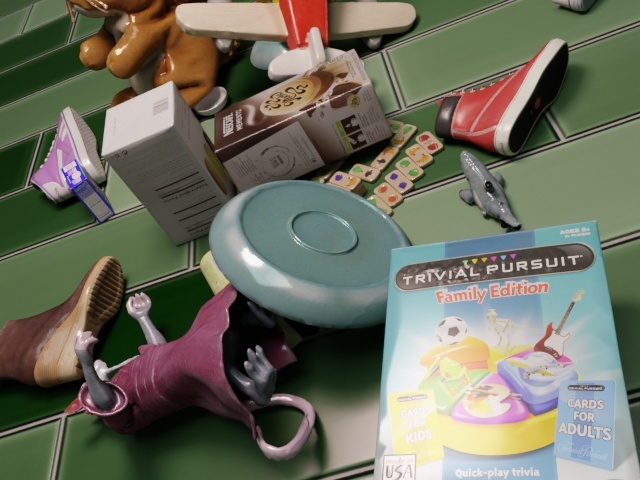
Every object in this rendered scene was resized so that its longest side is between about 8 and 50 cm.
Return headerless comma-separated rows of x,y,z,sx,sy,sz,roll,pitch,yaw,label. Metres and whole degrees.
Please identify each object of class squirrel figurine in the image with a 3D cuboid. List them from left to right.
-0.367,-0.514,1.485,0.397,0.370,0.281,-44,37,-20,squirrel figurine

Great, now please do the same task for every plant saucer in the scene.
-0.083,-0.475,1.566,0.195,0.037,0.194,-14,46,15,plant saucer
0.000,0.000,0.969,0.318,0.043,0.317,11,37,-8,plant saucer

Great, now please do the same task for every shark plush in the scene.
0.251,-0.067,1.013,0.073,0.067,0.161,-17,45,11,shark plush

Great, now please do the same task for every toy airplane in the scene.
-0.042,-0.466,1.390,0.384,0.386,0.272,-53,9,-12,toy airplane

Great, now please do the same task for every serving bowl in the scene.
-0.243,-0.307,1.500,0.083,0.027,0.083,-14,46,15,serving bowl

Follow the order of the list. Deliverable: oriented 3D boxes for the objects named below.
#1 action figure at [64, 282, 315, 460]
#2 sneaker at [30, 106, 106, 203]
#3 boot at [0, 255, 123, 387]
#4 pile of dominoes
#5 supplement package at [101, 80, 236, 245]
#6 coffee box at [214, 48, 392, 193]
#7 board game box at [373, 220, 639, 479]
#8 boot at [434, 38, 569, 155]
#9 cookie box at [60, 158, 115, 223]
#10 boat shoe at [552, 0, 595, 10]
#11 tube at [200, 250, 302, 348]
-0.206,0.197,0.966,0.370,0.275,0.248,-30,7,23,action figure
-0.595,-0.194,1.523,0.161,0.102,0.282,-31,44,2,sneaker
-0.470,0.136,1.170,0.207,0.090,0.248,-3,53,21,boot
0.084,-0.132,1.174,0.196,0.040,0.251,23,64,39,pile of dominoes
-0.260,-0.132,1.196,0.134,0.244,0.139,-21,46,9,supplement package
-0.039,-0.215,1.232,0.297,0.118,0.168,-24,36,7,coffee box
0.199,0.143,0.748,0.254,0.079,0.335,-9,48,21,board game box
0.305,-0.262,1.152,0.176,0.088,0.244,22,67,40,boot
-0.477,-0.101,1.373,0.040,0.107,0.092,-35,46,-8,cookie box
0.529,-0.534,1.283,0.226,0.083,0.076,-46,48,-16,boat shoe
-0.119,0.105,1.055,0.062,0.070,0.240,-6,39,-33,tube
